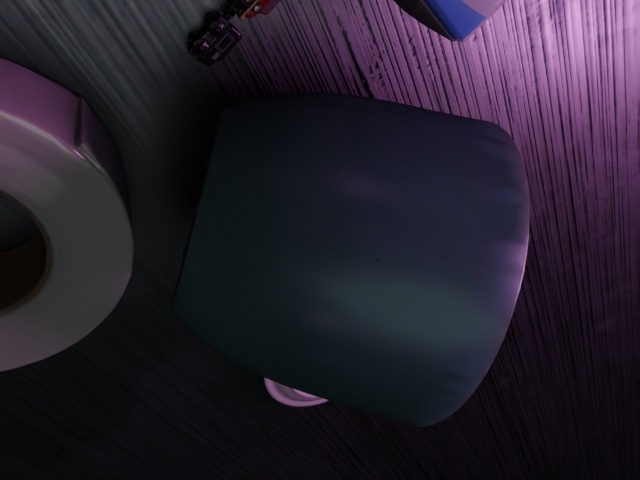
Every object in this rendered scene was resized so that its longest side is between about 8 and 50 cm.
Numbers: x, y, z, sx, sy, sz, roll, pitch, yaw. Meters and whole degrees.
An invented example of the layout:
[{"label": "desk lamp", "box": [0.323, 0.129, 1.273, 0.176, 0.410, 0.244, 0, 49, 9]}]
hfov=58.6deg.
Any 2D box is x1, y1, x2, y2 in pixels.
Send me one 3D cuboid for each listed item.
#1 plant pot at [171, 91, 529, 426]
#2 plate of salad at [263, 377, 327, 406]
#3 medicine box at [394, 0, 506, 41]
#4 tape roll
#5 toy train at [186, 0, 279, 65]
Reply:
[{"label": "plant pot", "box": [0.000, 0.000, 0.523, 0.235, 0.293, 0.293, 14, 121, -12]}, {"label": "plate of salad", "box": [0.010, 0.148, 0.787, 0.200, 0.048, 0.199, -17, 129, -23]}, {"label": "medicine box", "box": [0.101, -0.340, 0.374, 0.289, 0.149, 0.263, -45, 129, 13]}, {"label": "tape roll", "box": [-0.309, -0.015, 0.493, 0.286, 0.100, 0.286, -11, 129, -14]}, {"label": "toy train", "box": [-0.053, -0.212, 0.491, 0.158, 0.027, 0.036, -43, 133, 14]}]
